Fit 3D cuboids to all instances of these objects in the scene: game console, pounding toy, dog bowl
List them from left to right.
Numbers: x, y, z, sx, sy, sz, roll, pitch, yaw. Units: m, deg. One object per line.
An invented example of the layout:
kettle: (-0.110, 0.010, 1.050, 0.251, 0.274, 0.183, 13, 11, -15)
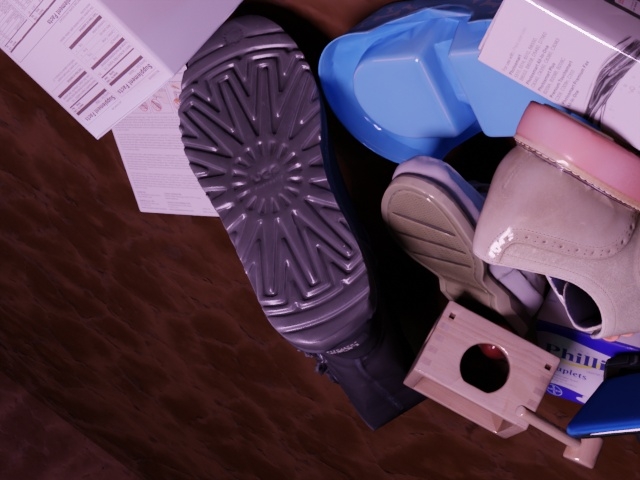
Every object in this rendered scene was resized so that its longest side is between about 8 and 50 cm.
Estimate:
dog bowl: (0.137, -0.153, 1.083, 0.297, 0.074, 0.166, 3, 136, 42)
pounding toy: (0.204, 0.145, 1.189, 0.206, 0.094, 0.181, 28, 167, 5)
game console: (0.417, 0.183, 1.101, 0.293, 0.173, 0.250, -12, 127, 30)

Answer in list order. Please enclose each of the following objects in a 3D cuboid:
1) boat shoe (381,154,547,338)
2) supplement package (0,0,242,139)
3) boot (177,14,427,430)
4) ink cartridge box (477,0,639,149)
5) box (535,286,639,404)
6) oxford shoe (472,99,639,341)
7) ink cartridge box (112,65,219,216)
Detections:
boat shoe: (0.154, -0.009, 1.171, 0.113, 0.103, 0.302, 21, 163, 34)
supplement package: (-0.223, -0.279, 1.135, 0.263, 0.199, 0.198, 44, 148, -14)
boot: (0.000, 0.002, 1.313, 0.146, 0.367, 0.445, -19, 159, 9)
ink cartridge box: (0.246, -0.161, 0.893, 0.203, 0.148, 0.086, 31, 148, 6)
box: (0.311, 0.121, 1.285, 0.126, 0.072, 0.137, 15, 143, 29)
oxford shoe: (0.279, 0.022, 1.014, 0.397, 0.146, 0.140, 28, -172, -32)
ink cartridge box: (-0.186, -0.139, 1.454, 0.181, 0.056, 0.224, 5, 119, 40)
